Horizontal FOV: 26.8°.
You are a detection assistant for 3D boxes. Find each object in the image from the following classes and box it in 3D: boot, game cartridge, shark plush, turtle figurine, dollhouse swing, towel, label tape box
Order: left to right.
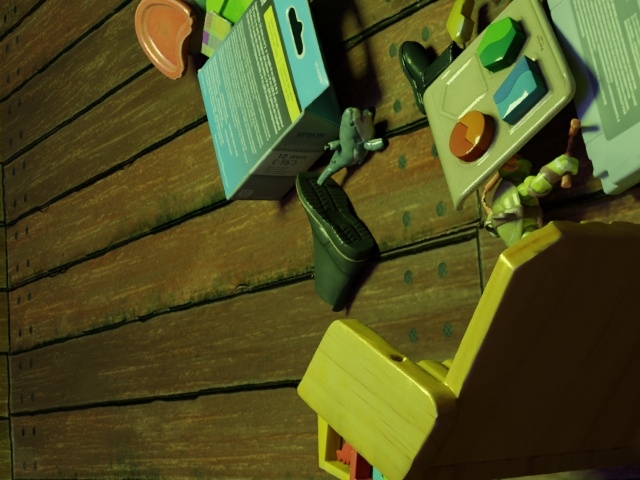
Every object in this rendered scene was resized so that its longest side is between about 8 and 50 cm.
[{"bbox_3d":[-0.178,-0.350,2.318,0.060,0.009,0.083,33,130,26],"label":"towel"},{"bbox_3d":[-0.058,-0.251,2.128,0.347,0.115,0.249,-42,54,48],"label":"label tape box"},{"bbox_3d":[0.000,0.000,2.066,0.198,0.077,0.137,62,144,41],"label":"boot"},{"bbox_3d":[0.033,-0.146,2.012,0.161,0.067,0.073,-41,56,52],"label":"shark plush"},{"bbox_3d":[0.158,-0.238,1.826,0.099,0.045,0.121,-40,61,53],"label":"boot"},{"bbox_3d":[0.209,0.079,1.436,0.315,0.347,0.305,36,120,54],"label":"dollhouse swing"},{"bbox_3d":[0.248,-0.022,1.603,0.269,0.087,0.217,137,126,-64],"label":"turtle figurine"},{"bbox_3d":[0.352,-0.223,1.494,0.198,0.062,0.297,-33,61,50],"label":"game cartridge"}]

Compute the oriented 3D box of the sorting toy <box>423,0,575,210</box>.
[{"bbox_3d":[0.198,-0.214,1.666,0.229,0.041,0.307,-49,34,32],"label":"sorting toy"}]

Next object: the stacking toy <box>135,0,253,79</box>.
[{"bbox_3d":[-0.180,-0.415,2.389,0.279,0.130,0.309,44,134,18],"label":"stacking toy"}]

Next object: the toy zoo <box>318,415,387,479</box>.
[{"bbox_3d":[0.067,0.271,1.982,0.293,0.030,0.192,15,103,59],"label":"toy zoo"}]
